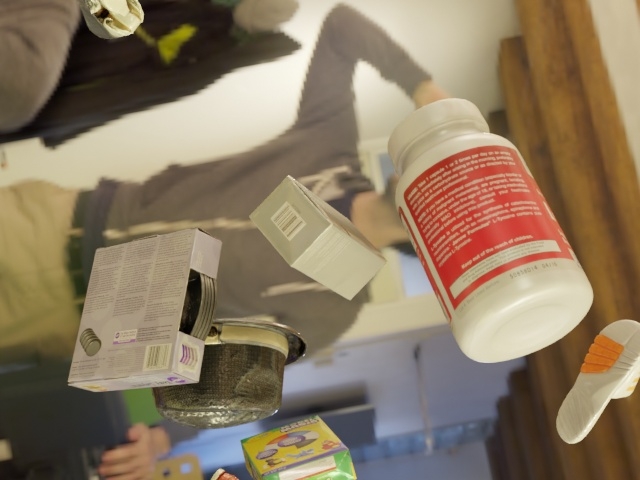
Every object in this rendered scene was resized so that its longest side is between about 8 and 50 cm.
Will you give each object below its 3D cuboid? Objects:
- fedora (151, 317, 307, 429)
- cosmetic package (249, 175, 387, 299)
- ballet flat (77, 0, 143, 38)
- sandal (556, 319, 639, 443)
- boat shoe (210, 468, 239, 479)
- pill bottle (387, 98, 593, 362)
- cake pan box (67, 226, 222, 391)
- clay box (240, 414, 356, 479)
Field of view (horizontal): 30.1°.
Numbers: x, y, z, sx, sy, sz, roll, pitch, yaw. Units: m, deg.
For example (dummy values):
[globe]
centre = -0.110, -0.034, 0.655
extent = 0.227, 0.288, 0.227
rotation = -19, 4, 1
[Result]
[fedora]
centre = -0.186, 0.255, 2.168
extent = 0.334, 0.334, 0.152
rotation = 83, 3, -66
[cosmetic package]
centre = 0.000, 0.000, 1.940
extent = 0.127, 0.107, 0.238
rotation = 48, 10, 27
[ballet flat]
centre = -0.265, -0.295, 1.502
extent = 0.203, 0.074, 0.074
rotation = 63, 16, -72
[sandal]
centre = 0.531, 0.262, 2.211
extent = 0.265, 0.076, 0.102
rotation = -61, -139, 18
[boat shoe]
centre = -0.138, 0.358, 1.533
extent = 0.137, 0.043, 0.049
rotation = -66, 165, 19
[pill bottle]
centre = 0.261, -0.025, 1.955
extent = 0.229, 0.229, 0.407
rotation = 82, -12, -60
[cake pan box]
centre = -0.284, 0.116, 1.935
extent = 0.070, 0.267, 0.245
rotation = 28, 60, -45
[clay box]
centre = -0.040, 0.312, 1.726
extent = 0.222, 0.127, 0.053
rotation = -154, -131, -75
